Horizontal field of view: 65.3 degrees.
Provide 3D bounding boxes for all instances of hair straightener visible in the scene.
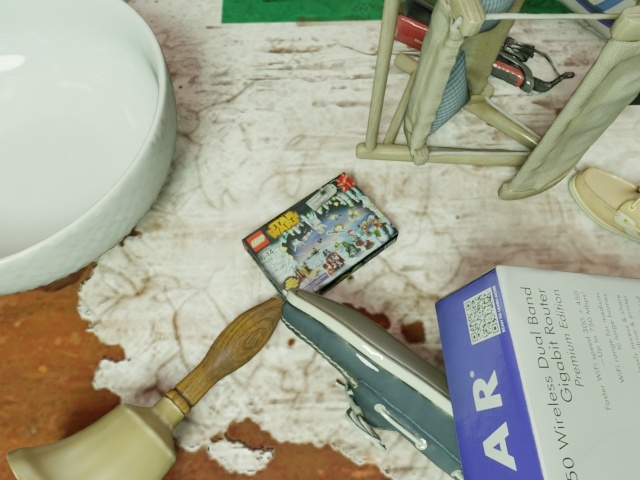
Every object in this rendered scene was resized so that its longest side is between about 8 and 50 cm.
[{"bbox_3d":[0.208,-0.254,0.626,0.230,0.047,0.089,24,68,10],"label":"hair straightener"}]

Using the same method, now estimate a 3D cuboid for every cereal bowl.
[{"bbox_3d":[-0.304,-0.096,0.502,0.338,0.141,0.339,0,66,0],"label":"cereal bowl"}]

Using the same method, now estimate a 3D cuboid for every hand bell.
[{"bbox_3d":[-0.116,0.135,0.435,0.126,0.126,0.242,38,59,15],"label":"hand bell"}]

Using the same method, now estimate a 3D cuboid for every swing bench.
[{"bbox_3d":[0.184,-0.172,0.478,0.254,0.253,0.165,20,67,9],"label":"swing bench"}]

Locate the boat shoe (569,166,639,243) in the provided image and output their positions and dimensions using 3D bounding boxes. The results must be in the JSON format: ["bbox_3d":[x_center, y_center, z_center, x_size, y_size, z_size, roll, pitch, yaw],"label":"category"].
[{"bbox_3d":[0.346,-0.028,0.519,0.170,0.059,0.063,39,71,16],"label":"boat shoe"}]

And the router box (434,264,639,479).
[{"bbox_3d":[0.253,0.196,0.349,0.301,0.082,0.336,6,63,-21],"label":"router box"}]

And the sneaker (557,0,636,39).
[{"bbox_3d":[0.365,-0.350,0.554,0.322,0.236,0.130,38,90,19],"label":"sneaker"}]

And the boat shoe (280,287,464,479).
[{"bbox_3d":[0.066,0.132,0.428,0.254,0.095,0.079,33,100,1],"label":"boat shoe"}]

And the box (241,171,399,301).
[{"bbox_3d":[0.000,0.000,0.522,0.137,0.027,0.094,-35,70,-14],"label":"box"}]

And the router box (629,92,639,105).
[{"bbox_3d":[0.457,-0.212,0.562,0.178,0.133,0.046,-1,66,-1],"label":"router box"}]
